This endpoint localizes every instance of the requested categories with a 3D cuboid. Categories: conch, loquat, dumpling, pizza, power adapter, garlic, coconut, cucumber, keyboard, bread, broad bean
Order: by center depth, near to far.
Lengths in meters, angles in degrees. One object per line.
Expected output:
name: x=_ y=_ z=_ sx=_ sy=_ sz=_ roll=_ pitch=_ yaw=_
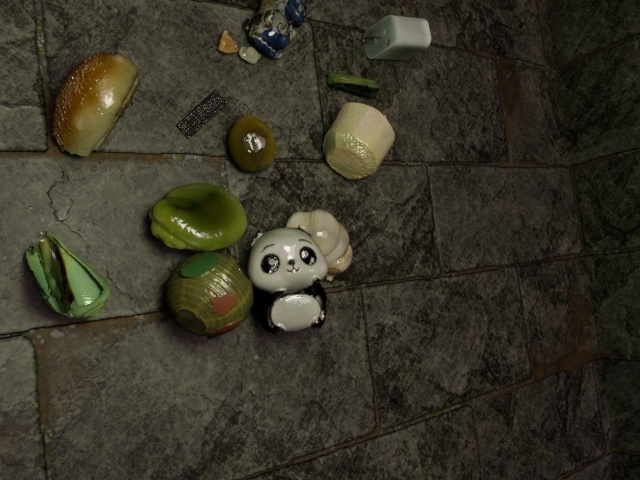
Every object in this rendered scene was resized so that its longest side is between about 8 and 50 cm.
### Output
conch: x=-0.654 y=0.102 z=1.398 sx=0.250 sy=0.137 sz=0.143 roll=50 pitch=60 yaw=-18
bread: x=-0.600 y=-0.385 z=1.474 sx=0.171 sy=0.192 sz=0.314 roll=33 pitch=66 yaw=-28
broad bean: x=-0.355 y=-0.069 z=1.608 sx=0.291 sy=0.119 sz=0.238 roll=-6 pitch=54 yaw=-31
keyboard: x=-0.373 y=-0.401 z=1.740 sx=0.060 sy=0.018 sz=0.195 roll=46 pitch=60 yaw=-17
loquat: x=-0.220 y=-0.311 z=1.752 sx=0.152 sy=0.152 sz=0.195 roll=-25 pitch=110 yaw=-34
pizza: x=-0.309 y=-0.653 z=1.815 sx=0.083 sy=0.025 sz=0.078 roll=-11 pitch=94 yaw=-42
garlic: x=0.005 y=-0.009 z=1.842 sx=0.281 sy=0.184 sz=0.203 roll=23 pitch=48 yaw=-27
dumpling: x=-0.240 y=-0.625 z=1.851 sx=0.076 sy=0.057 sz=0.052 roll=-45 pitch=152 yaw=-18
coconut: x=0.141 y=-0.364 z=1.958 sx=0.239 sy=0.239 sz=0.244 roll=38 pitch=64 yaw=-24
cucumber: x=0.118 y=-0.582 z=2.081 sx=0.211 sy=0.062 sz=0.078 roll=-1 pitch=50 yaw=-29
power adapter: x=0.275 y=-0.787 z=2.137 sx=0.255 sy=0.187 sz=0.124 roll=-10 pitch=88 yaw=-34

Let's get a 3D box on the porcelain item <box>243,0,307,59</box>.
porcelain item: x=-0.145 y=-0.756 z=1.892 sx=0.186 sy=0.138 sz=0.288 roll=35 pitch=59 yaw=-44

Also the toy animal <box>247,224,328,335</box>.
toy animal: x=-0.105 y=0.111 z=1.675 sx=0.251 sy=0.251 sz=0.310 roll=-15 pitch=110 yaw=-35

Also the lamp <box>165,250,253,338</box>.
lamp: x=-0.306 y=0.138 z=1.578 sx=0.250 sy=0.250 sz=0.284 roll=48 pitch=37 yaw=-19
